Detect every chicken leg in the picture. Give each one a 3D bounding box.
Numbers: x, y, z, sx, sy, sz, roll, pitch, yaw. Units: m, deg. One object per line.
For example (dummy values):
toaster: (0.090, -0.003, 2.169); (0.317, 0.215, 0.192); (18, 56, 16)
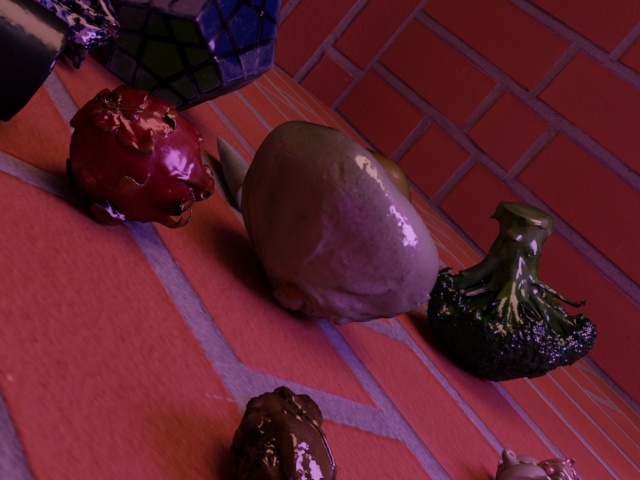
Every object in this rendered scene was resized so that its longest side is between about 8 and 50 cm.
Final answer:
chicken leg: (-0.022, 0.146, 0.649); (0.085, 0.069, 0.198); (43, 4, 1)

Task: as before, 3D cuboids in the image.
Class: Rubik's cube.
Rubik's cube: (-0.218, -0.360, 1.412); (0.264, 0.319, 0.319); (17, -5, 34)

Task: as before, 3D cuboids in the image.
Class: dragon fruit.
dragon fruit: (-0.175, -0.075, 0.840); (0.166, 0.133, 0.136); (24, 62, -53)

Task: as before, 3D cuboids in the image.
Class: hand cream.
hand cream: (-0.122, -0.100, 1.304); (0.078, 0.050, 0.205); (58, -1, -29)

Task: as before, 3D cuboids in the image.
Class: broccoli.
broccoli: (0.315, 0.097, 1.439); (0.298, 0.297, 0.297); (10, 18, -3)

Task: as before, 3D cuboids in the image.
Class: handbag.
handbag: (-0.389, -0.359, 1.193); (0.208, 0.127, 0.228); (33, 22, -40)

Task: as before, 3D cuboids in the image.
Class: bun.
bun: (0.000, 0.000, 1.033); (0.283, 0.179, 0.283); (46, -12, 13)

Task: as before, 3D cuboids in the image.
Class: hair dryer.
hair dryer: (-0.396, -0.248, 0.853); (0.244, 0.116, 0.302); (35, 1, -31)

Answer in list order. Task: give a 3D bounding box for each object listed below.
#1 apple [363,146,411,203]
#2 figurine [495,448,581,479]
apple: (0.068, -0.084, 1.564); (0.207, 0.173, 0.188); (30, -11, 14)
figurine: (0.243, 0.282, 0.983); (0.098, 0.081, 0.146); (6, 1, 17)
